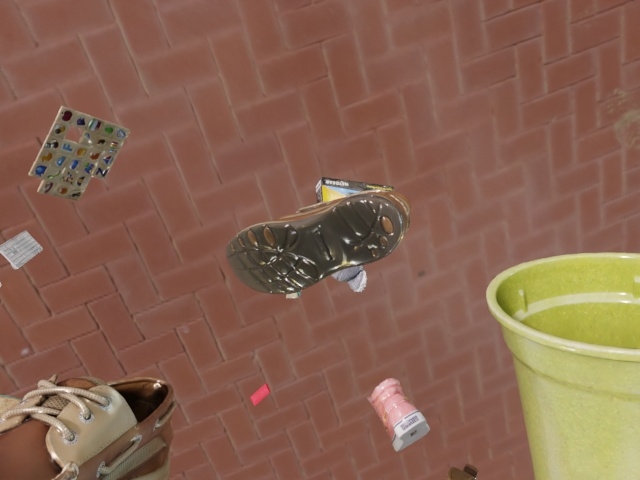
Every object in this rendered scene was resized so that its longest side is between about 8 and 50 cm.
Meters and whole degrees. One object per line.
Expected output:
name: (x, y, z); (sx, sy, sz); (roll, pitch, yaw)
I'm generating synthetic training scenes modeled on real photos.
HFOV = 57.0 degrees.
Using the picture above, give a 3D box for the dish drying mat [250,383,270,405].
dish drying mat: (-0.186, 0.479, 1.832); (0.083, 0.032, 0.008); (-46, 153, 28)

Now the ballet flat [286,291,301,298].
ballet flat: (-0.099, 0.102, 1.740); (0.052, 0.057, 0.168); (-9, 114, 6)

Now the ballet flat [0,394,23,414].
ballet flat: (-0.356, 0.234, 0.717); (0.206, 0.067, 0.073); (4, 119, -1)

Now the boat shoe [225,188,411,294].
boat shoe: (0.000, 0.000, 0.921); (0.324, 0.120, 0.122); (-13, 103, 33)

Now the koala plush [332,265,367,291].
koala plush: (0.097, 0.035, 1.826); (0.196, 0.203, 0.221); (31, 100, -3)

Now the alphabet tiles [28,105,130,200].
alphabet tiles: (-0.627, -0.213, 1.522); (0.198, 0.009, 0.237); (13, 113, -55)

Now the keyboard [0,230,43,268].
keyboard: (-0.813, 0.022, 1.603); (0.014, 0.256, 0.072); (-33, 105, -4)

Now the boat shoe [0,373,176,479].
boat shoe: (-0.207, 0.159, 0.452); (0.123, 0.324, 0.116); (15, 85, 10)

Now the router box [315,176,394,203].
router box: (0.082, -0.064, 1.306); (0.179, 0.133, 0.046); (5, 154, -20)

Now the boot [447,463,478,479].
boot: (0.380, 0.712, 1.639); (0.197, 0.073, 0.152); (22, 91, -56)

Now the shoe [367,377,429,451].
shoe: (0.121, 0.269, 0.913); (0.063, 0.081, 0.178); (-30, 152, -7)

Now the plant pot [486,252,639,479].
plant pot: (0.332, 0.174, 0.655); (0.276, 0.276, 0.253); (-11, 106, -14)
